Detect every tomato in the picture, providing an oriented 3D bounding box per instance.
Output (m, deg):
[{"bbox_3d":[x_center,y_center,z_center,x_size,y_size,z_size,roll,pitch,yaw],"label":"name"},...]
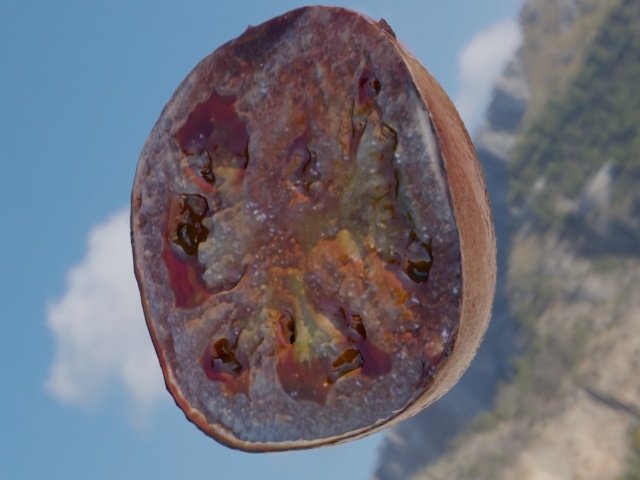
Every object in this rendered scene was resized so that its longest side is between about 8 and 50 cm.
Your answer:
[{"bbox_3d":[0.011,-0.001,1.418,0.144,0.338,0.338,9,-64,-49],"label":"tomato"}]
